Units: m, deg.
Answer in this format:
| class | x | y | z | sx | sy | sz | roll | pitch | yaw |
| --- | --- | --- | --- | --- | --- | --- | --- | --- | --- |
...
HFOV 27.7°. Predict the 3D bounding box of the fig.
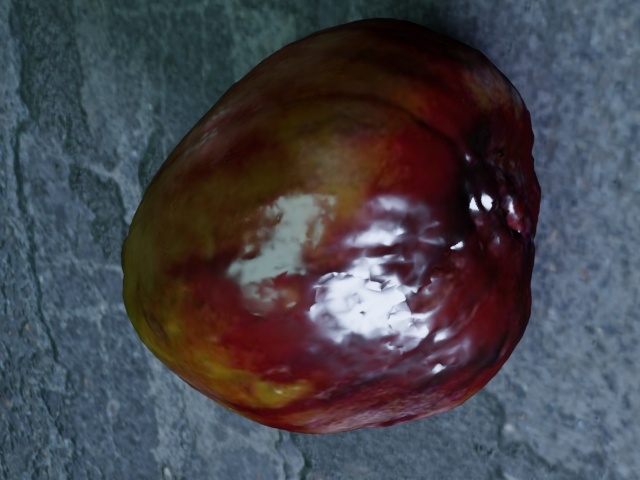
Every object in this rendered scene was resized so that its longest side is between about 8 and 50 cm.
| class | x | y | z | sx | sy | sz | roll | pitch | yaw |
| --- | --- | --- | --- | --- | --- | --- | --- | --- | --- |
| fig | 0.009 | 0.001 | 0.737 | 0.263 | 0.224 | 0.224 | -38 | 85 | 15 |
